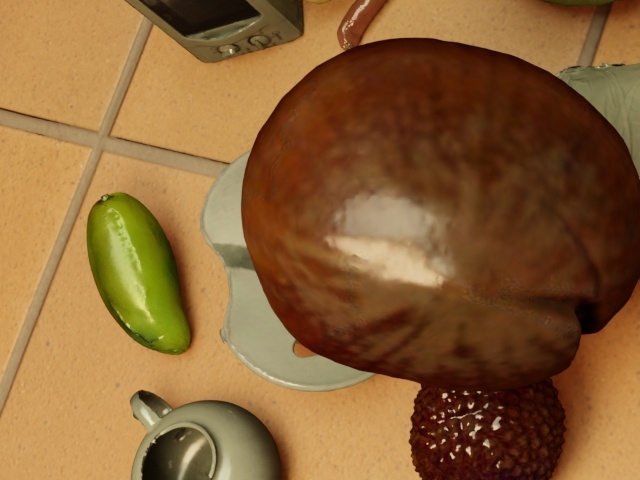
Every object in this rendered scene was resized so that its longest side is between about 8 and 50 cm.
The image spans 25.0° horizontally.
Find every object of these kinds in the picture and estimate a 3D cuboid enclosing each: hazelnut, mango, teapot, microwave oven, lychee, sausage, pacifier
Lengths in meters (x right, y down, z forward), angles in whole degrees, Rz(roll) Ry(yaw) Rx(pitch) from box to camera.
[{"bbox_3d":[0.120,-0.013,1.459,0.410,0.359,0.359,13,78,5],"label":"hazelnut"},{"bbox_3d":[-0.239,0.048,1.905,0.111,0.125,0.232,-28,86,17],"label":"mango"},{"bbox_3d":[-0.146,0.286,1.764,0.193,0.129,0.294,-45,56,3],"label":"teapot"},{"bbox_3d":[-0.169,-0.397,1.916,0.181,0.295,0.237,-13,68,23],"label":"microwave oven"},{"bbox_3d":[0.182,0.208,1.608,0.188,0.188,0.188,-9,69,24],"label":"lychee"},{"bbox_3d":[0.071,-0.321,1.923,0.042,0.036,0.158,35,91,39],"label":"sausage"},{"bbox_3d":[0.000,0.000,1.726,0.288,0.269,0.343,-15,68,-6],"label":"pacifier"}]

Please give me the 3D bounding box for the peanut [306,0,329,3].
[{"bbox_3d":[0.045,-0.455,1.925,0.147,0.147,0.305,17,84,30],"label":"peanut"}]

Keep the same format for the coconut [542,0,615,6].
[{"bbox_3d":[0.286,-0.426,1.686,0.281,0.328,0.328,-34,62,12],"label":"coconut"}]

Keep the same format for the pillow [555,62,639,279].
[{"bbox_3d":[0.376,-0.088,1.634,0.310,0.138,0.283,4,71,34],"label":"pillow"}]
